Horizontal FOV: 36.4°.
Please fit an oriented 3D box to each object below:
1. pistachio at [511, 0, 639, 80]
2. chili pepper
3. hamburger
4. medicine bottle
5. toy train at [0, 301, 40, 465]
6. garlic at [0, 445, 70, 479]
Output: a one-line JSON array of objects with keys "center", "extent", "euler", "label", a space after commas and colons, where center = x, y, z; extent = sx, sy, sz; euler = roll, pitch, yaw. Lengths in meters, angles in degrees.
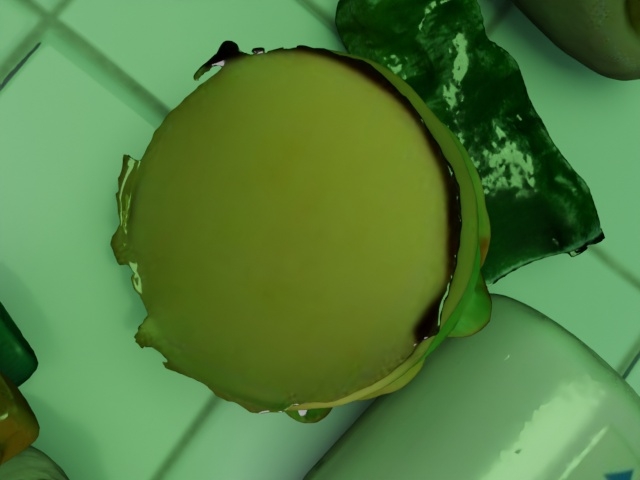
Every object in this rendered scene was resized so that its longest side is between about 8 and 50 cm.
[{"center": [0.182, -0.244, 0.677], "extent": [0.166, 0.197, 0.288], "euler": [-31, 112, 13], "label": "pistachio"}, {"center": [0.091, -0.101, 0.686], "extent": [0.136, 0.099, 0.270], "euler": [-21, 100, 11], "label": "chili pepper"}, {"center": [0.000, 0.000, 0.614], "extent": [0.237, 0.149, 0.237], "euler": [-1, 86, 20], "label": "hamburger"}, {"center": [0.072, 0.189, 0.632], "extent": [0.170, 0.170, 0.293], "euler": [45, 79, -9], "label": "medicine bottle"}, {"center": [-0.296, -0.007, 0.465], "extent": [0.178, 0.249, 0.429], "euler": [-35, 62, -13], "label": "toy train"}, {"center": [-0.174, 0.222, 0.587], "extent": [0.212, 0.219, 0.218], "euler": [1, 87, -55], "label": "garlic"}]
